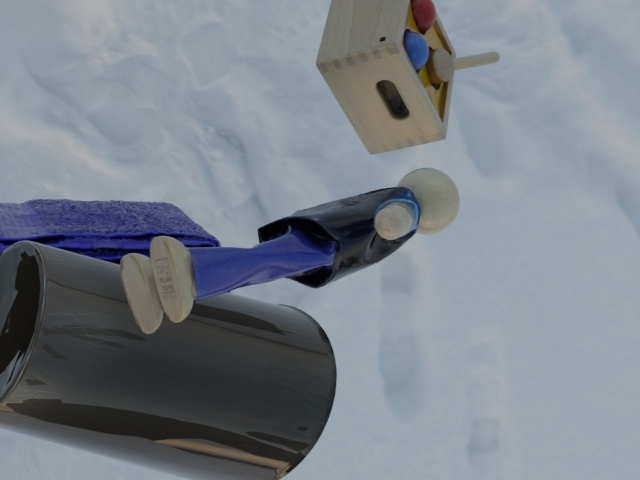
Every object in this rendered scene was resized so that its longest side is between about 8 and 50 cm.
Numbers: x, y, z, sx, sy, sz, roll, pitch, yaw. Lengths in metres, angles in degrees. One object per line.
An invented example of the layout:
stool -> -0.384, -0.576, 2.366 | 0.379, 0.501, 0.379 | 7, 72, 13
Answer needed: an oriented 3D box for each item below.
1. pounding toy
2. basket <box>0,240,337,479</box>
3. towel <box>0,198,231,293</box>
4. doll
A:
pounding toy -> 0.080, -0.154, 0.848 | 0.141, 0.100, 0.130 | 54, 36, -41
basket -> -0.137, 0.093, 0.743 | 0.226, 0.204, 0.154 | 23, 64, -39
towel -> -0.250, 0.000, 0.890 | 0.308, 0.227, 0.076 | 1, 109, -25
doll -> 0.000, 0.000, 0.509 | 0.189, 0.129, 0.046 | -16, 87, -34
